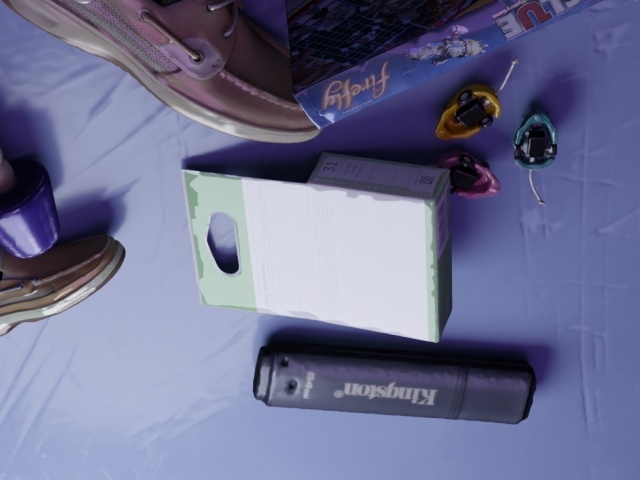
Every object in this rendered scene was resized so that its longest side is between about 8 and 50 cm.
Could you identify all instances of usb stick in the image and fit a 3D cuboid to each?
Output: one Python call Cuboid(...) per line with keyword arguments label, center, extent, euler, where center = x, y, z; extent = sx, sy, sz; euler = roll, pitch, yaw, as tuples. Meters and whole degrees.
Cuboid(label="usb stick", center=(0.074, 0.140, 1.710), extent=(0.278, 0.045, 0.077), euler=(5, 130, -8))

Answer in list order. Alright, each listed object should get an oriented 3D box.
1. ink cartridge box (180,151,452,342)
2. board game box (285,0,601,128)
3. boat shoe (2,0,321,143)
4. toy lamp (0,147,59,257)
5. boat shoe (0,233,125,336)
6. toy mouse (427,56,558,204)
Cuboid(label="ink cartridge box", center=(0.000, 0.000, 1.582), extent=(0.235, 0.056, 0.171), euler=(9, 132, 16))
Cuboid(label="board game box", center=(0.090, -0.195, 1.350), extent=(0.243, 0.165, 0.042), euler=(-23, 128, 15))
Cuboid(label="boat shoe", center=(-0.110, -0.178, 1.390), extent=(0.302, 0.109, 0.098), euler=(28, 124, -18))
Cuboid(label="toy lamp", center=(-0.294, -0.098, 1.460), extent=(0.080, 0.080, 0.274), euler=(-15, 130, 9))
Cuboid(label="boat shoe", center=(-0.269, 0.034, 1.584), extent=(0.190, 0.068, 0.072), euler=(-26, 116, 17))
Cuboid(label="toy mouse", center=(0.155, -0.081, 1.538), extent=(0.161, 0.031, 0.143), euler=(-37, 123, 24))
